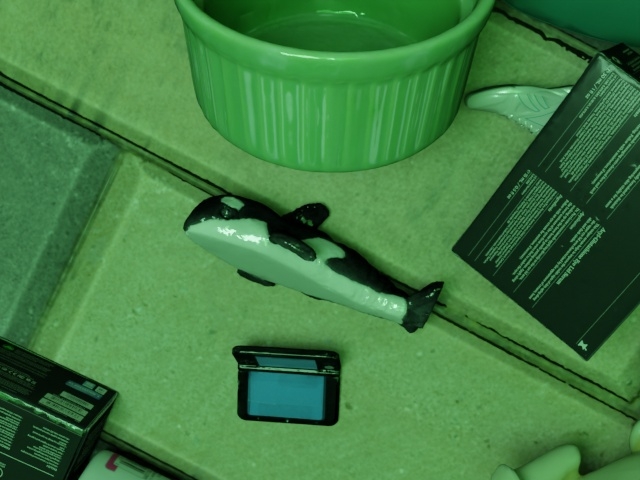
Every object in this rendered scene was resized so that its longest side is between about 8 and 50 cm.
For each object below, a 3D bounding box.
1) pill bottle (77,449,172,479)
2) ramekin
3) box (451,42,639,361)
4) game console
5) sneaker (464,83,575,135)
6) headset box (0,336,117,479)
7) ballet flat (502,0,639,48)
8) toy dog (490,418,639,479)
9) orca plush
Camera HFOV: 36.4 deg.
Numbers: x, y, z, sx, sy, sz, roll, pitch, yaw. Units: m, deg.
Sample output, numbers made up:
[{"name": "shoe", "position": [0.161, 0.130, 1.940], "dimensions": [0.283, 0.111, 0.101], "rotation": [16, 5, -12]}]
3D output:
[{"name": "pill bottle", "position": [-0.163, 0.371, 1.120], "dimensions": [0.283, 0.160, 0.160], "rotation": [26, 100, 0]}, {"name": "ramekin", "position": [0.010, -0.203, 0.944], "dimensions": [0.303, 0.303, 0.148], "rotation": [6, 135, 4]}, {"name": "box", "position": [0.288, -0.038, 0.988], "dimensions": [0.184, 0.103, 0.261], "rotation": [42, 122, 14]}, {"name": "game console", "position": [-0.039, 0.168, 1.124], "dimensions": [0.122, 0.107, 0.071], "rotation": [3, 71, 4]}, {"name": "sneaker", "position": [0.233, -0.140, 1.059], "dimensions": [0.152, 0.054, 0.061], "rotation": [3, 102, 4]}, {"name": "headset box", "position": [-0.413, 0.268, 1.137], "dimensions": [0.246, 0.131, 0.283], "rotation": [24, 100, 0]}, {"name": "ballet flat", "position": [0.420, -0.249, 0.977], "dimensions": [0.483, 0.164, 0.182], "rotation": [22, 80, 9]}, {"name": "toy dog", "position": [0.325, 0.364, 1.053], "dimensions": [0.408, 0.284, 0.395], "rotation": [-38, 131, 8]}, {"name": "orca plush", "position": [0.000, 0.000, 1.079], "dimensions": [0.287, 0.151, 0.102], "rotation": [17, 69, 4]}]
